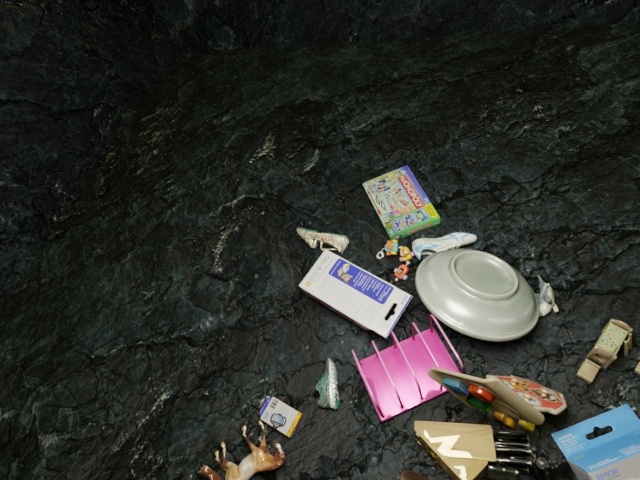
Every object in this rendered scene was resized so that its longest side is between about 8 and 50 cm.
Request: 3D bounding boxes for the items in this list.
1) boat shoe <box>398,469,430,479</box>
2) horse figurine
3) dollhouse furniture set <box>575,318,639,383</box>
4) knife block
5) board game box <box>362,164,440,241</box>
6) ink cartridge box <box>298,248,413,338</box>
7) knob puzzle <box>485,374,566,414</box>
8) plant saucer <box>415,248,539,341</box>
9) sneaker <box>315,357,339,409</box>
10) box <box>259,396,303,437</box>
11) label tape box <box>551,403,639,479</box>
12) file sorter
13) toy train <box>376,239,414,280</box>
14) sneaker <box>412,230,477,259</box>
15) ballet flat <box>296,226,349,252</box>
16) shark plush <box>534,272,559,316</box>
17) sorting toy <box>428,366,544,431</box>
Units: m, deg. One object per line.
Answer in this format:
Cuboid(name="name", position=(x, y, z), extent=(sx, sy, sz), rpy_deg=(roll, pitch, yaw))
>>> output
Cuboid(name="boat shoe", position=(0.327, 0.719, 1.119), extent=(0.257, 0.095, 0.095), rpy_deg=(19, 96, 20))
Cuboid(name="horse figurine", position=(-0.242, 0.690, 1.306), extent=(0.263, 0.066, 0.174), rpy_deg=(-32, 48, -9))
Cuboid(name="dollhouse furniture set", position=(0.866, 0.349, 1.192), extent=(0.161, 0.101, 0.182), rpy_deg=(32, 70, 31))
Cuboid(name="knife block", position=(0.438, 0.563, 1.175), extent=(0.242, 0.088, 0.275), rpy_deg=(-35, 47, -18))
Cuboid(name="board game box", position=(0.328, -0.158, 1.733), extent=(0.213, 0.046, 0.317), rpy_deg=(-23, 53, 1))
Cuboid(name="ink cartridge box", position=(0.119, 0.186, 1.469), extent=(0.370, 0.069, 0.176), rpy_deg=(27, 69, 27))
Cuboid(name="knob puzzle", position=(0.605, 0.427, 1.184), extent=(0.213, 0.213, 0.030), rpy_deg=(14, 99, 24))
Cuboid(name="plant saucer", position=(0.515, 0.137, 1.348), extent=(0.400, 0.101, 0.401), rpy_deg=(4, 40, -4))
Cuboid(name="sneaker", position=(0.017, 0.474, 1.382), extent=(0.076, 0.065, 0.167), rpy_deg=(-12, 53, 13))
Cuboid(name="box", position=(-0.134, 0.578, 1.374), extent=(0.136, 0.028, 0.081), rpy_deg=(19, 64, 29))
Cuboid(name="label tape box", position=(0.796, 0.601, 1.038), extent=(0.240, 0.106, 0.334), rpy_deg=(-22, 54, 0))
Cuboid(name="file sorter", position=(0.267, 0.386, 1.291), extent=(0.290, 0.182, 0.202), rpy_deg=(-25, 53, -1))
Cuboid(name="toy train", position=(0.280, 0.067, 1.568), extent=(0.125, 0.046, 0.166), rpy_deg=(-52, 52, 9))
Cuboid(name="sneaker", position=(0.463, 0.021, 1.553), extent=(0.237, 0.085, 0.086), rpy_deg=(-11, 70, 10))
Cuboid(name="ballet flat", position=(0.000, 0.000, 1.701), extent=(0.240, 0.091, 0.077), rpy_deg=(11, 82, 27))
Cuboid(name="shark plush", position=(0.732, 0.174, 1.384), extent=(0.067, 0.073, 0.161), rpy_deg=(-22, 52, 39))
Cuboid(name="sorting toy", position=(0.459, 0.441, 1.108), extent=(0.041, 0.307, 0.229), rpy_deg=(-58, 17, -24))
